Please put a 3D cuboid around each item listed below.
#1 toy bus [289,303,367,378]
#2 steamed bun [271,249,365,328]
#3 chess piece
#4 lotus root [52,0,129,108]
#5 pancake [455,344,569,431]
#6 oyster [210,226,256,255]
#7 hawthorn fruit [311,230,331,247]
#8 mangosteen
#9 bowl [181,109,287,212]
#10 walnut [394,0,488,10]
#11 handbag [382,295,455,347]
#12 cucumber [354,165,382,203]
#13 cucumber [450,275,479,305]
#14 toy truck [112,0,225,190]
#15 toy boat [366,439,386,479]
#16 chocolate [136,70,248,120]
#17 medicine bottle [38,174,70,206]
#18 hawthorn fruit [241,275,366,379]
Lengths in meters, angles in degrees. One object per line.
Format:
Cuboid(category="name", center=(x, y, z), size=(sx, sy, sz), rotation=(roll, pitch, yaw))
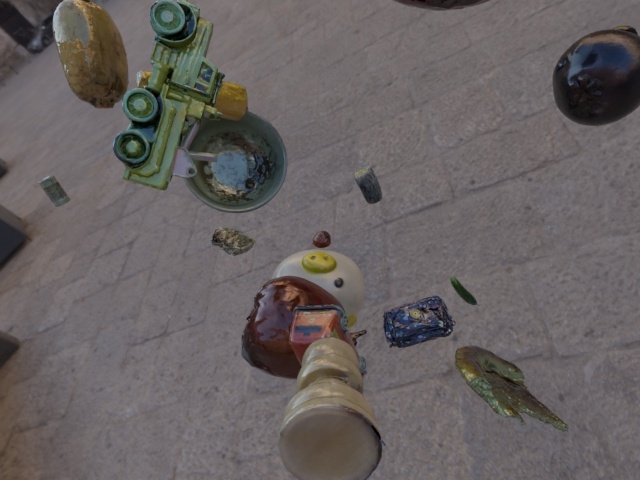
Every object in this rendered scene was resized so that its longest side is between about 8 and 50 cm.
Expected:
Cuboid(category="toy bus", center=(0.021, 0.271, 0.978), size=(0.122, 0.264, 0.119), rotation=(-6, 36, 22))
Cuboid(category="steamed bun", center=(-0.011, 0.197, 1.682), size=(0.375, 0.333, 0.333), rotation=(-1, 43, -3))
Cuboid(category="chess piece", center=(0.018, 0.251, 0.691), size=(0.143, 0.142, 0.261), rotation=(-32, 10, 9))
Cuboid(category="lotus root", center=(-0.576, -0.482, 1.071), size=(0.146, 0.283, 0.160), rotation=(-10, 13, 2))
Cuboid(category="pancake", center=(0.508, 0.393, 1.181), size=(0.066, 0.427, 0.305), rotation=(-58, 38, 9))
Cuboid(category="oyster", center=(-0.327, 0.007, 1.608), size=(0.064, 0.177, 0.124), rotation=(-40, 36, 45))
Cuboid(category="hawthorn fruit", center=(0.006, -0.002, 1.711), size=(0.077, 0.077, 0.077), rotation=(-22, 41, 21))
Cuboid(category="mangosteen", center=(0.606, -0.356, 0.906), size=(0.194, 0.194, 0.230), rotation=(10, 45, 44))
Cuboid(category="bowl", center=(-0.249, -0.212, 1.188), size=(0.289, 0.289, 0.146), rotation=(-51, 14, -15))
Cuboid(category="walnut", center=(0.208, -0.532, 0.736), size=(0.222, 0.269, 0.243), rotation=(-9, 84, 56))
Cuboid(category="handbag", center=(0.363, 0.308, 1.587), size=(0.261, 0.113, 0.161), rotation=(-16, 57, 4))
Cuboid(category="cucumber", center=(0.147, -0.165, 1.275), size=(0.064, 0.111, 0.064), rotation=(-22, 34, 16))
Cuboid(category="cucumber", center=(0.550, 0.202, 1.635), size=(0.039, 0.168, 0.039), rotation=(-42, 9, 9))
Cuboid(category="toy truck", center=(-0.207, -0.201, 0.626), size=(0.128, 0.135, 0.259), rotation=(-170, 92, -72))
Cuboid(category="toy boat", center=(0.106, 0.674, 1.320), size=(0.220, 0.067, 0.291), rotation=(47, 117, 25))
Cuboid(category="chocolate", center=(-0.257, -0.301, 0.861), size=(0.086, 0.220, 0.085), rotation=(-2, 88, 50))
Cuboid(category="medicine bottle", center=(-0.778, -0.144, 1.240), size=(0.047, 0.083, 0.047), rotation=(-16, 29, 9))
Cuboid(category="hawthorn fruit", center=(-0.073, 0.266, 1.273), size=(0.308, 0.325, 0.308), rotation=(-44, 18, 19))
